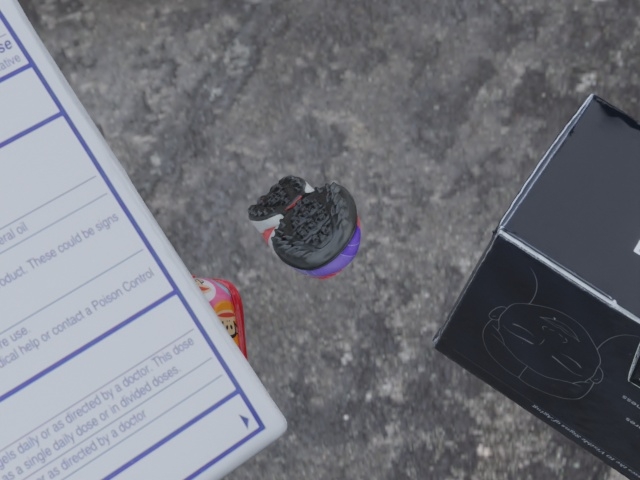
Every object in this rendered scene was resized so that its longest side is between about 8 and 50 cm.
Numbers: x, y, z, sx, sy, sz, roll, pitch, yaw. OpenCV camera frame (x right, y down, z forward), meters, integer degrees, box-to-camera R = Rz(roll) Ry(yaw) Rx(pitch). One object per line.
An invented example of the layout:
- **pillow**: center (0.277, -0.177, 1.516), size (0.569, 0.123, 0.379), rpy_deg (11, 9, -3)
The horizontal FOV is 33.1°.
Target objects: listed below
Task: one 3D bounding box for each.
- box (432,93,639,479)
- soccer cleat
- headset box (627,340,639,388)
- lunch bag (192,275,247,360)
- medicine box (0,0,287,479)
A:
- **box**: center (0.476, 0.112, 1.639), size (0.480, 0.472, 0.297), rpy_deg (34, 65, 9)
- **soccer cleat**: center (0.000, 0.000, 1.275), size (0.108, 0.116, 0.318), rpy_deg (-42, 17, -5)
- **headset box**: center (0.518, 0.116, 1.169), size (0.246, 0.131, 0.283), rpy_deg (31, 33, 30)
- **lunch bag**: center (-0.234, 0.158, 1.509), size (0.293, 0.120, 0.258), rpy_deg (-13, 81, 39)
- **medicine box**: center (-0.212, 0.060, 0.580), size (0.263, 0.149, 0.289), rpy_deg (-32, 86, -20)
